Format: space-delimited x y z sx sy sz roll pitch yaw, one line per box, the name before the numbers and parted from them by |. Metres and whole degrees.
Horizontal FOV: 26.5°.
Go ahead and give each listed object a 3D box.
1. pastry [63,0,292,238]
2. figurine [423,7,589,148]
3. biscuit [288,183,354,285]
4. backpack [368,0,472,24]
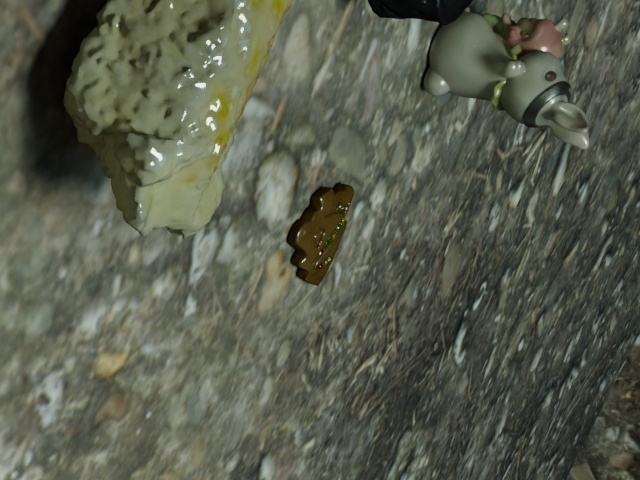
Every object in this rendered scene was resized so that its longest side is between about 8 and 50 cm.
pastry | -0.053 -0.127 0.701 0.258 0.089 0.121 -64 161 -5
figurine | 0.165 -0.143 1.098 0.081 0.146 0.098 14 98 -66
biscuit | 0.000 0.000 1.039 0.082 0.016 0.092 -42 146 -46
backpack | 0.078 -0.220 0.879 0.120 0.106 0.165 -57 153 -33
